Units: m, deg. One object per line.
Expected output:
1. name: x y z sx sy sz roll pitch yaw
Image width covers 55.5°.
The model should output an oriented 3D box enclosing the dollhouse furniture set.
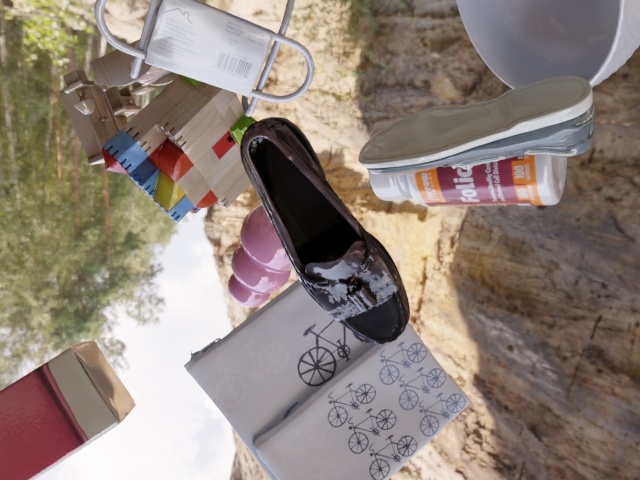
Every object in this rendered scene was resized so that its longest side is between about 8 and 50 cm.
1. dollhouse furniture set: -0.359 -0.311 1.338 0.356 0.173 0.303 -18 -173 17

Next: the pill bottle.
1. pill bottle: 0.317 -0.185 1.336 0.393 0.223 0.224 1 -163 30

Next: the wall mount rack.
1. wall mount rack: -0.162 -0.374 0.973 0.350 0.304 0.130 15 -150 -22

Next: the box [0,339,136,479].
1. box: -0.403 0.258 0.858 0.232 0.126 0.148 -33 180 -10

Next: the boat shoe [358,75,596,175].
1. boat shoe: 0.210 -0.129 0.841 0.320 0.099 0.116 -12 -139 24

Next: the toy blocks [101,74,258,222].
1. toy blocks: -0.255 -0.160 1.205 0.191 0.381 0.261 38 -101 24

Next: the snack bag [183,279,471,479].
1. snack bag: 0.016 0.222 0.946 0.323 0.342 0.037 -37 179 -12

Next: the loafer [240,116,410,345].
1. loafer: 0.000 0.000 0.684 0.109 0.302 0.095 -32 -173 10

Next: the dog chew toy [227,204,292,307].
1. dog chew toy: -0.162 0.055 1.742 0.207 0.331 0.206 25 -155 -12

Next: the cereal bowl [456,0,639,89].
1. cereal bowl: 0.346 -0.384 0.872 0.141 0.338 0.339 -27 -147 -14
